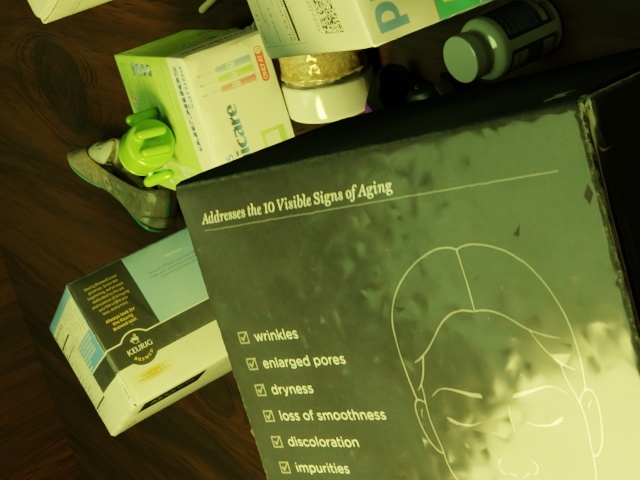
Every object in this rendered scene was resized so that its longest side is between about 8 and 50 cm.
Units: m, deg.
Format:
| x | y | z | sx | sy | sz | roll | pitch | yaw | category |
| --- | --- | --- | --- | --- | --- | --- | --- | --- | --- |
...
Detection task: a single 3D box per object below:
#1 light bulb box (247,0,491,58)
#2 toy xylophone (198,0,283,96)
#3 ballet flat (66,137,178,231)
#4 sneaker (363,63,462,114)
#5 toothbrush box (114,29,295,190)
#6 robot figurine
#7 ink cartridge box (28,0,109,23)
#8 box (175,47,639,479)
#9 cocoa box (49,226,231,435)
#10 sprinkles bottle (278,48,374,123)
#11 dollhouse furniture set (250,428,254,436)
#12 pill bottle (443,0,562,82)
| x | y | z | sx | sy | sz | roll | pitch | yaw | category |
| --- | --- | --- | --- | --- | --- | --- | --- | --- | --- |
| 0.029 | -0.377 | 1.067 | 0.357 | 0.225 | 0.361 | 69 | 167 | -14 | light bulb box |
| -0.124 | -0.262 | 1.646 | 0.236 | 0.081 | 0.323 | 62 | 151 | 2 | toy xylophone |
| -0.373 | -0.134 | 2.155 | 0.316 | 0.108 | 0.106 | 35 | 121 | 31 | ballet flat |
| 0.150 | -0.114 | 1.313 | 0.293 | 0.102 | 0.146 | 39 | 143 | 35 | sneaker |
| -0.156 | -0.172 | 1.528 | 0.283 | 0.122 | 0.206 | 20 | 131 | 62 | toothbrush box |
| -0.234 | -0.124 | 1.503 | 0.115 | 0.067 | 0.101 | -20 | 88 | 68 | robot figurine |
| -0.304 | -0.451 | 1.575 | 0.115 | 0.273 | 0.198 | -22 | 96 | 61 | ink cartridge box |
| 0.169 | 0.095 | 1.114 | 0.480 | 0.297 | 0.471 | -8 | 105 | 41 | box |
| -0.244 | 0.131 | 1.893 | 0.228 | 0.347 | 0.231 | 57 | 151 | 9 | cocoa box |
| -0.019 | -0.327 | 1.381 | 0.121 | 0.121 | 0.355 | 21 | 131 | 50 | sprinkles bottle |
| 0.009 | 0.222 | 1.661 | 0.259 | 0.262 | 0.135 | 59 | 153 | 6 | dollhouse furniture set |
| 0.187 | -0.206 | 1.158 | 0.067 | 0.120 | 0.067 | 38 | 142 | 37 | pill bottle |
